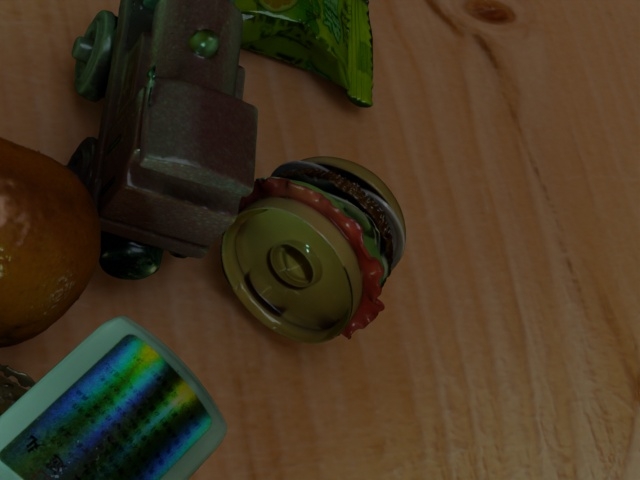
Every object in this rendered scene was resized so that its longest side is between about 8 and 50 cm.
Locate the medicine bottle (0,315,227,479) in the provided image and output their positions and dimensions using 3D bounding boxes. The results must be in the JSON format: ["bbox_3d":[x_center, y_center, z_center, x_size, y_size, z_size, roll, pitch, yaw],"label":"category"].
[{"bbox_3d":[-0.175,0.162,1.003,0.121,0.083,0.229,48,52,-4],"label":"medicine bottle"}]

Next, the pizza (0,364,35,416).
[{"bbox_3d":[-0.328,0.110,1.138,0.297,0.189,0.071,10,100,-56],"label":"pizza"}]

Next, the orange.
[{"bbox_3d":[-0.284,-0.006,1.171,0.224,0.224,0.170,20,89,-21],"label":"orange"}]

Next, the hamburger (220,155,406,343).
[{"bbox_3d":[-0.001,-0.003,1.370,0.175,0.175,0.137,44,46,-4],"label":"hamburger"}]

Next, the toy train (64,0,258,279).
[{"bbox_3d":[-0.134,-0.123,1.312,0.150,0.221,0.304,16,60,-23],"label":"toy train"}]

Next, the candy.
[{"bbox_3d":[-0.043,-0.235,1.518,0.246,0.069,0.149,16,57,-24],"label":"candy"}]
